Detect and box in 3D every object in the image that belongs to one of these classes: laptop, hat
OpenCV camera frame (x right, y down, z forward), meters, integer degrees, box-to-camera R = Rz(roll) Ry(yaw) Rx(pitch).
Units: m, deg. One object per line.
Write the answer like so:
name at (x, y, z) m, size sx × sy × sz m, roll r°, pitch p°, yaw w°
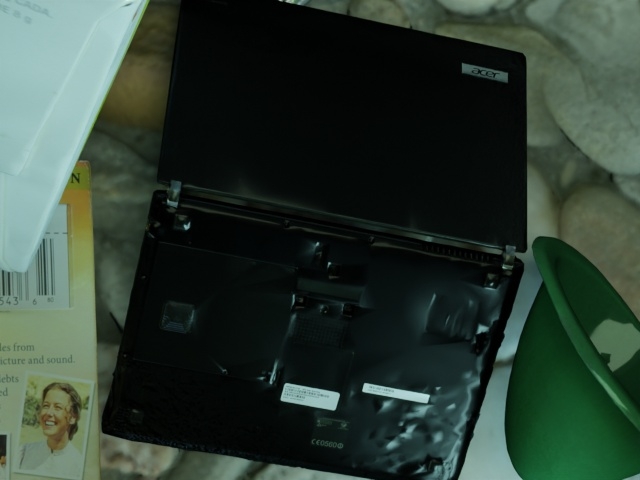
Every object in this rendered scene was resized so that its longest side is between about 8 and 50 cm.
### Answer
laptop at (0.000, 0.000, 1.054) m, size 0.234 × 0.136 × 0.264 m, roll 11°, pitch 111°, yaw -10°
hat at (0.127, 0.130, 1.039) m, size 0.183 × 0.173 × 0.208 m, roll -38°, pitch 49°, yaw 19°

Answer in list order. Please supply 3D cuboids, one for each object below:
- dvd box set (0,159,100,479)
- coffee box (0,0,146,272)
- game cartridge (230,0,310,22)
dvd box set at (-0.270, 0.158, 0.916) m, size 0.307 × 0.062 × 0.421 m, roll 0°, pitch 84°, yaw -33°
coffee box at (-0.214, -0.235, 0.779) m, size 0.337 × 0.338 × 0.334 m, roll 23°, pitch 66°, yaw -8°
game cartridge at (-0.025, -0.176, 1.074) m, size 0.083 × 0.017 × 0.056 m, roll -41°, pitch 89°, yaw -13°
